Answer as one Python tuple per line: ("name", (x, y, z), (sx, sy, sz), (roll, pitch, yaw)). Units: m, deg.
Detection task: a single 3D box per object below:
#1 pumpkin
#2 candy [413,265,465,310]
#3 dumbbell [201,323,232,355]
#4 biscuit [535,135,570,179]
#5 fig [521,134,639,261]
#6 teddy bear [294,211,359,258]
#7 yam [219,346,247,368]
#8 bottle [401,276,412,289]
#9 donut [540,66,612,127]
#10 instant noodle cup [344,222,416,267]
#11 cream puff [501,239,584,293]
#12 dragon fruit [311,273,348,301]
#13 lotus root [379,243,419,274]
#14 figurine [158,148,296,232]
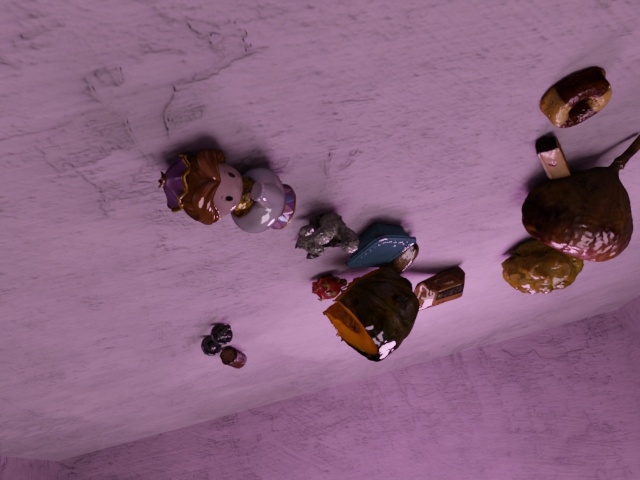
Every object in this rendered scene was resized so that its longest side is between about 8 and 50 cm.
("pumpkin", (0.169, 0.233, 1.509), (0.225, 0.256, 0.303), (-43, 179, -16))
("candy", (0.424, 0.181, 1.751), (0.272, 0.101, 0.143), (-16, 127, -30))
("dumbbell", (-0.379, 0.364, 1.738), (0.082, 0.081, 0.254), (3, 148, -32))
("biscuit", (0.594, -0.207, 1.219), (0.056, 0.052, 0.188), (-17, 155, 31))
("fig", (0.757, -0.130, 1.324), (0.286, 0.286, 0.368), (17, 108, -47))
("teddy bear", (0.008, -0.020, 1.222), (0.133, 0.111, 0.213), (22, 164, -21))
("yam", (-0.362, 0.493, 1.995), (0.079, 0.079, 0.141), (-17, 154, 2))
("bottle", (0.238, 0.234, 1.762), (0.156, 0.143, 0.271), (-25, 155, -42))
("donut", (0.548, -0.300, 1.017), (0.141, 0.059, 0.140), (-12, 149, -7))
("instant noodle cup", (0.169, 0.012, 1.383), (0.157, 0.070, 0.179), (4, 146, -36))
("cream puff", (0.811, 0.074, 1.760), (0.282, 0.185, 0.282), (-24, -167, 6))
("dragon fruit", (0.032, 0.151, 1.561), (0.116, 0.081, 0.086), (-7, 142, -23))
("lotus root", (0.245, 0.052, 1.485), (0.089, 0.080, 0.179), (27, 136, -13))
("figurine", (-0.180, -0.091, 0.927), (0.264, 0.142, 0.190), (12, 165, -42))
